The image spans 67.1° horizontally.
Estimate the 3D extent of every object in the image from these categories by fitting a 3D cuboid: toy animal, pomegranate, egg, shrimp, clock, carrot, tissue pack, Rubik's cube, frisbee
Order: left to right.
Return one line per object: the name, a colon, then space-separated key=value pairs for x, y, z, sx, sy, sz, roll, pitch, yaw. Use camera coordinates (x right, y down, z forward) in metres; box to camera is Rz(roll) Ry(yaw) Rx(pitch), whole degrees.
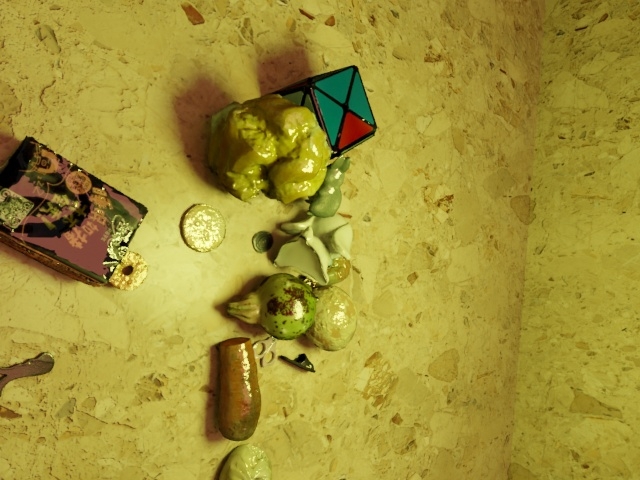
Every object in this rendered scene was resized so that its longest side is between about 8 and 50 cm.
frisbee: x=-0.750 y=0.302 z=1.117 sx=0.211 sy=0.012 sz=0.187 roll=-43 pitch=117 yaw=-32
tissue pack: x=-0.615 y=-0.058 z=1.158 sx=0.332 sy=0.123 sz=0.244 roll=36 pitch=67 yaw=-33
carrot: x=-0.250 y=0.458 z=1.488 sx=0.139 sy=0.139 sz=0.301 roll=-4 pitch=94 yaw=-42
clock: x=-0.189 y=0.004 z=1.608 sx=0.083 sy=0.010 sz=0.074 roll=-28 pitch=109 yaw=-37
pomegranate: x=-0.147 y=0.197 z=1.525 sx=0.277 sy=0.222 sz=0.203 roll=26 pitch=91 yaw=-21
toy animal: x=-0.018 y=0.001 z=1.642 sx=0.289 sy=0.249 sz=0.174 roll=-79 pitch=-179 yaw=-57
Rubik's cube: x=0.001 y=-0.416 z=1.612 sx=0.246 sy=0.250 sz=0.248 roll=-34 pitch=115 yaw=-35
shrimp: x=0.011 y=0.105 z=1.757 sx=0.267 sy=0.061 sz=0.145 roll=-24 pitch=98 yaw=-35
egg: x=0.032 y=0.273 z=1.688 sx=0.203 sy=0.203 sz=0.245 roll=-24 pitch=112 yaw=-39
toy animal: x=0.034 y=-0.185 z=1.580 sx=0.138 sy=0.108 sz=0.236 roll=22 pitch=114 yaw=-22

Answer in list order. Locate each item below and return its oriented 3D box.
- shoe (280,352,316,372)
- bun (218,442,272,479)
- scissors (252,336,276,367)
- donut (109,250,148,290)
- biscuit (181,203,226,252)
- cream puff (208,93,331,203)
shoe: x=-0.070 y=0.419 z=1.694 sx=0.159 sy=0.062 sz=0.053 roll=32 pitch=68 yaw=-33
bun: x=-0.221 y=0.749 z=1.522 sx=0.178 sy=0.128 sz=0.193 roll=27 pitch=72 yaw=-38
scissors: x=-0.152 y=0.328 z=1.643 sx=0.212 sy=0.021 sz=0.110 roll=-54 pitch=125 yaw=-26
donut: x=-0.519 y=0.085 z=1.295 sx=0.108 sy=0.043 sz=0.097 roll=-43 pitch=115 yaw=-32
biscuit: x=-0.350 y=-0.036 z=1.458 sx=0.152 sy=0.020 sz=0.151 roll=-1 pitch=91 yaw=-42
cream puff: x=-0.164 y=-0.240 z=1.428 sx=0.378 sy=0.378 sz=0.275 roll=47 pitch=61 yaw=-32
